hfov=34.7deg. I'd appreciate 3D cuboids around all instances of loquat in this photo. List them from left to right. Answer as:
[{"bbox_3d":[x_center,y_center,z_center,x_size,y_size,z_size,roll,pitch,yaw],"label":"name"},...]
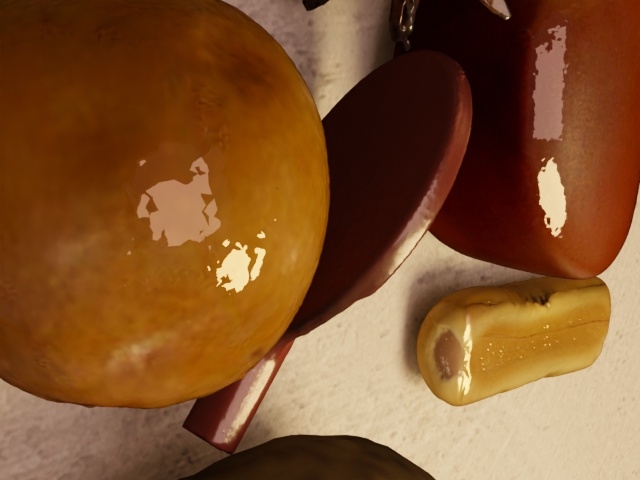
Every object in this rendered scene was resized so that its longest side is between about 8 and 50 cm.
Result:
[{"bbox_3d":[-0.150,-0.038,0.756,0.329,0.328,0.328,-10,106,-39],"label":"loquat"}]

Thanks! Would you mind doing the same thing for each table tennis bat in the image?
[{"bbox_3d":[0.000,0.000,0.930,0.051,0.268,0.414,35,79,-27],"label":"table tennis bat"}]

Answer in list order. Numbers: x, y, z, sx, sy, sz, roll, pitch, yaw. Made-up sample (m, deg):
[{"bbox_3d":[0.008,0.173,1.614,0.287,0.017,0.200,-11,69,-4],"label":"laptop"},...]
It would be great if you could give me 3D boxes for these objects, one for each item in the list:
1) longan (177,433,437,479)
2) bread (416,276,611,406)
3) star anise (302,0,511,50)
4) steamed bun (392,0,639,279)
[{"bbox_3d":[-0.018,0.367,0.927,0.391,0.391,0.390,-10,106,-39],"label":"longan"},{"bbox_3d":[0.243,0.115,1.277,0.305,0.091,0.141,-6,110,-40],"label":"bread"},{"bbox_3d":[0.088,-0.316,0.966,0.102,0.272,0.271,64,49,-77],"label":"star anise"},{"bbox_3d":[0.213,-0.152,1.097,0.248,0.235,0.379,-6,104,-43],"label":"steamed bun"}]
